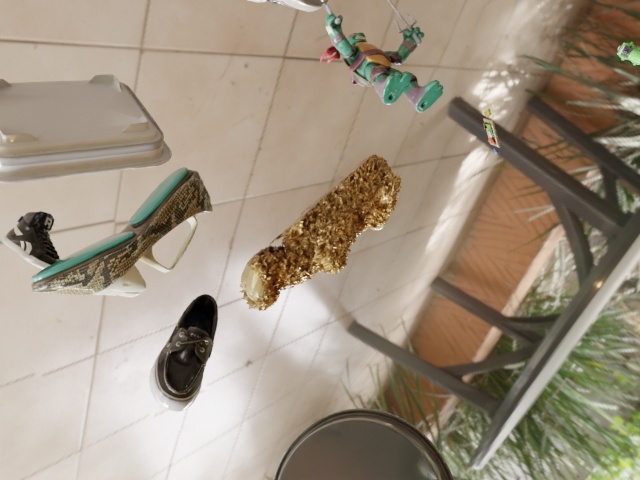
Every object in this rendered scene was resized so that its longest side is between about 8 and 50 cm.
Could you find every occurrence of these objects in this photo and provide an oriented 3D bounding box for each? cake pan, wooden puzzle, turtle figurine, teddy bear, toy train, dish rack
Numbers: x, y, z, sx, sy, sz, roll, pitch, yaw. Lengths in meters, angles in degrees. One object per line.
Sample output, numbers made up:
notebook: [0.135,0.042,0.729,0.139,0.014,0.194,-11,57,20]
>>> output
cake pan: [0.057,0.398,0.823,0.293,0.293,0.054,-49,157,-7]
wooden puzzle: [0.411,-0.261,1.352,0.014,0.117,0.078,-20,-169,6]
turtle figurine: [0.093,-0.305,0.919,0.175,0.234,0.118,-13,143,-24]
teddy bear: [0.000,0.000,0.946,0.338,0.113,0.245,-43,-171,-23]
toy train: [0.313,-0.161,0.515,0.023,0.083,0.017,-30,147,-49]
dish rack: [-0.471,-0.226,1.036,0.332,0.286,0.072,-14,139,-33]

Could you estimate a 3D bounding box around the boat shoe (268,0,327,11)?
boat shoe: [-0.148,-0.462,0.916,0.340,0.158,0.127,15,76,-46]

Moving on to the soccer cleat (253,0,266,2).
soccer cleat: [-0.197,-0.640,1.371,0.196,0.076,0.068,19,113,-39]

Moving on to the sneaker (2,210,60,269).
sneaker: [-0.686,-0.006,1.378,0.121,0.216,0.079,-60,154,-10]

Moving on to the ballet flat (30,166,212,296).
ballet flat: [-0.417,0.015,1.303,0.483,0.163,0.182,-48,118,-39]

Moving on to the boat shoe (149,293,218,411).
boat shoe: [-0.200,0.161,0.869,0.076,0.080,0.229,-62,-172,24]
